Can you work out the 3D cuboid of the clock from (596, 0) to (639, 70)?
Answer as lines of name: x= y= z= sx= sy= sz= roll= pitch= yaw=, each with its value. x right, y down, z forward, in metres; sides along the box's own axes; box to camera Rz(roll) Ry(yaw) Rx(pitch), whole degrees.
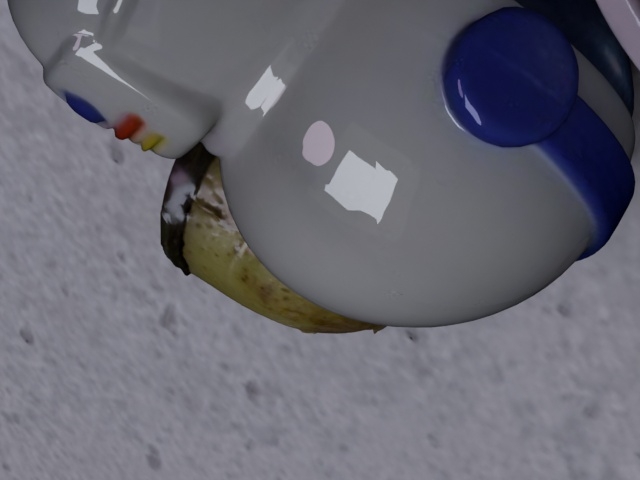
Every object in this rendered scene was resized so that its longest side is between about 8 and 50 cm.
clock: x=0.165 y=-0.101 z=0.478 sx=0.197 sy=0.068 sz=0.197 roll=21 pitch=133 yaw=24

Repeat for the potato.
potato: x=0.000 y=0.000 z=0.696 sx=0.103 sy=0.066 sz=0.096 roll=21 pitch=137 yaw=22

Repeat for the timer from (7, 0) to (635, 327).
timer: x=-0.066 y=-0.110 z=0.559 sx=0.383 sy=0.270 sz=0.270 roll=36 pitch=140 yaw=-13
